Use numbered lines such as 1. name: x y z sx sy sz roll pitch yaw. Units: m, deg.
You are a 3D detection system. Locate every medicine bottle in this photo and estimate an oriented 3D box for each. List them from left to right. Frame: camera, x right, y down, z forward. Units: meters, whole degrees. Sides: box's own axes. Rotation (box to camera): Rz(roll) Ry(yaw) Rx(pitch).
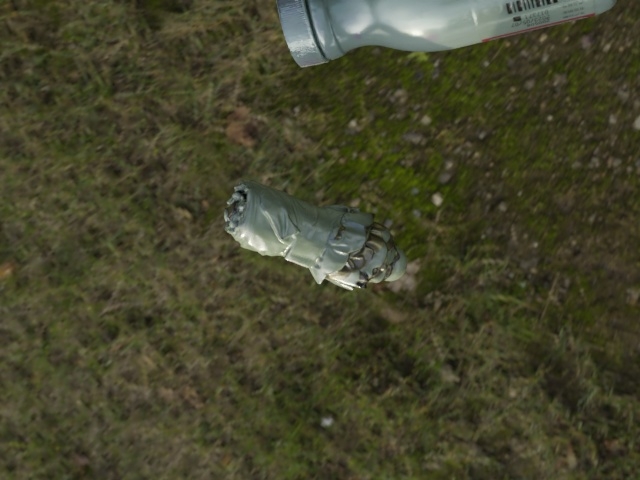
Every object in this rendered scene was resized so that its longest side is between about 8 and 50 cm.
1. medicine bottle: 0.082 -0.173 0.741 0.217 0.090 0.090 -11 110 13

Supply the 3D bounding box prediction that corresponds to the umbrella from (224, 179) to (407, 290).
1. umbrella: 0.000 0.000 0.783 0.144 0.062 0.067 19 168 -27
